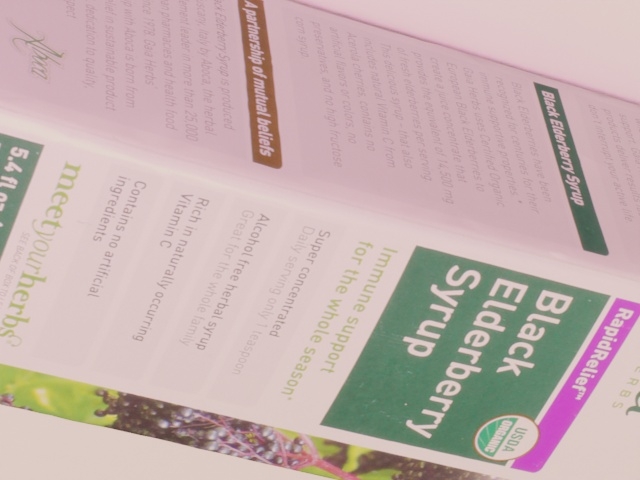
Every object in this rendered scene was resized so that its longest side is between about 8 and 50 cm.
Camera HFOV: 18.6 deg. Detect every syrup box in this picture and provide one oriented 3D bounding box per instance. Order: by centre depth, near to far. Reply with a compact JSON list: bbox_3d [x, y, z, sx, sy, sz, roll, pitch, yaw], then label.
[{"bbox_3d":[0.000,0.000,0.546,0.237,0.096,0.093,16,126,-17],"label":"syrup box"}]
